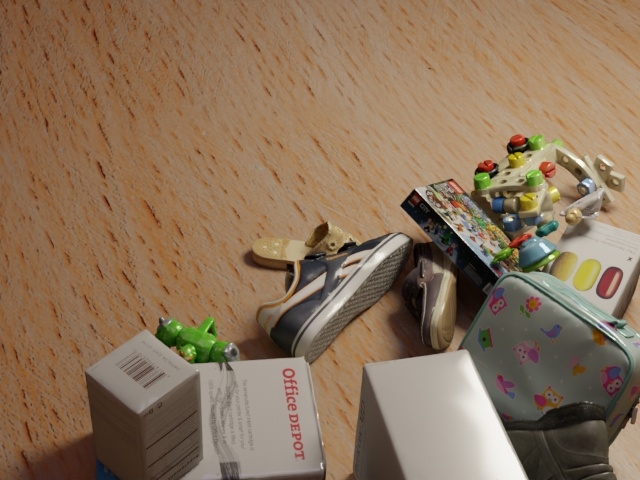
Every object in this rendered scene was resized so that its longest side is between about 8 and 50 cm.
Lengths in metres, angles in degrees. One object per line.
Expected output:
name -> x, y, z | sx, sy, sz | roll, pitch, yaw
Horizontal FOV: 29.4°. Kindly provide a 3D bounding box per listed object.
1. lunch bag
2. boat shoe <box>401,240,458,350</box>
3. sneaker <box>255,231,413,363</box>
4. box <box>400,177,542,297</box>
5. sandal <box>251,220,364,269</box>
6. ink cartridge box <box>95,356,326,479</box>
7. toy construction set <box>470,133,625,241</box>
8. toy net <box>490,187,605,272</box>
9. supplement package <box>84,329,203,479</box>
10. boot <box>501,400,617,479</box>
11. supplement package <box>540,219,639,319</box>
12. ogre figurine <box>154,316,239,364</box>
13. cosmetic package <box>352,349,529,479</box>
lunch bag -> 0.354, 0.183, 1.825 | 0.279, 0.224, 0.108 | 37, 17, 34
boat shoe -> 0.181, 0.087, 2.034 | 0.092, 0.103, 0.285 | 1, 32, 11
sneaker -> 0.025, 0.065, 2.022 | 0.127, 0.126, 0.321 | 32, 48, 22
box -> 0.259, -0.003, 2.082 | 0.233, 0.044, 0.159 | 48, 28, 14
sandal -> 0.000, 0.004, 2.131 | 0.240, 0.079, 0.088 | 2, 39, -3
ink cartridge box -> -0.159, 0.292, 1.725 | 0.307, 0.129, 0.223 | -3, 40, -8
toy construction set -> 0.406, -0.106, 2.247 | 0.327, 0.151, 0.215 | -21, 20, -38
toy net -> 0.390, -0.014, 2.016 | 0.232, 0.122, 0.045 | -32, 93, -31
supplement package -> -0.222, 0.225, 1.559 | 0.105, 0.179, 0.105 | 33, 50, 28
boot -> 0.303, 0.330, 1.706 | 0.083, 0.246, 0.161 | 22, 54, -43
supplement package -> 0.435, 0.091, 2.020 | 0.139, 0.134, 0.244 | 19, 41, 19
ogre figurine -> -0.190, 0.182, 1.866 | 0.096, 0.118, 0.197 | -29, 49, -34
cosmetic package -> 0.177, 0.382, 1.568 | 0.161, 0.230, 0.453 | -6, 40, -12
